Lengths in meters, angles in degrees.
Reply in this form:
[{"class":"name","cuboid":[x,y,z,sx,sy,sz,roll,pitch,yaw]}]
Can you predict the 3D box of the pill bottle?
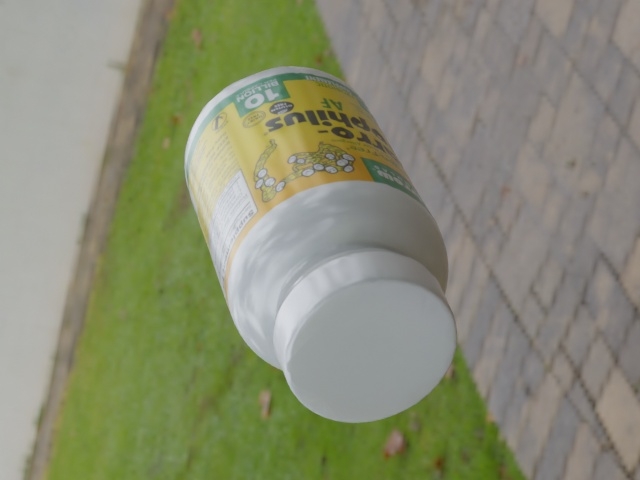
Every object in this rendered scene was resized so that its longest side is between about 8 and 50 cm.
[{"class":"pill bottle","cuboid":[0.000,0.000,0.818,0.208,0.118,0.117,-114,37,-55]}]
